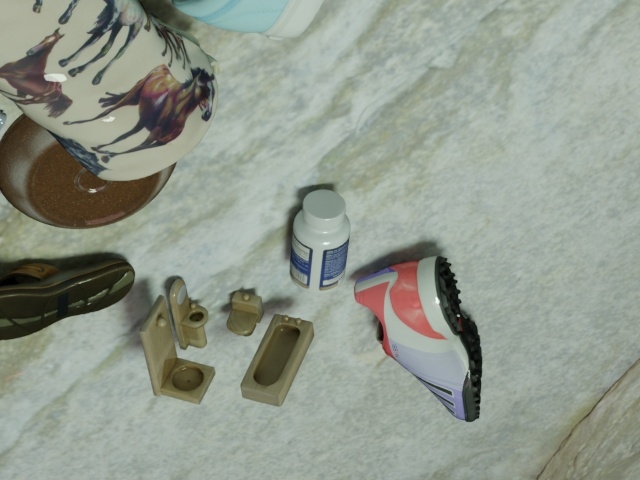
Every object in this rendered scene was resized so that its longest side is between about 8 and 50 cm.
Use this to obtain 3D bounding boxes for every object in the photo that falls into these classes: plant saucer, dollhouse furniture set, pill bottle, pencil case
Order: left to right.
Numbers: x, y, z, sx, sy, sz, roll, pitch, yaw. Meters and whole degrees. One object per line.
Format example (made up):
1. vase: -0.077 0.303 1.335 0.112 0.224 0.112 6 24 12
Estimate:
1. pencil case: -0.243 -0.214 1.448 0.183 0.160 0.410 -43 142 0
2. plant saucer: -0.243 -0.075 1.713 0.199 0.036 0.198 -13 139 -11
3. dollhouse furniture set: -0.106 0.107 1.887 0.151 0.144 0.123 13 141 16
4. pill bottle: 0.000 0.000 1.873 0.067 0.067 0.120 -9 138 -14

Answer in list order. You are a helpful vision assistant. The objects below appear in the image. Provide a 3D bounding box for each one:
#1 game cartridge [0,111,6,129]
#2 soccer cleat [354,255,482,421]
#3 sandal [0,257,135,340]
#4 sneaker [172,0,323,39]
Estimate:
1. game cartridge: -0.362 -0.105 1.646 0.056 0.017 0.083 18 126 -32
2. soccer cleat: 0.135 0.130 2.061 0.116 0.108 0.318 -7 143 14
3. sandal: -0.315 0.053 1.811 0.219 0.060 0.090 -18 147 -26
4. sneaker: -0.039 -0.327 1.452 0.150 0.135 0.366 -1 134 -27
